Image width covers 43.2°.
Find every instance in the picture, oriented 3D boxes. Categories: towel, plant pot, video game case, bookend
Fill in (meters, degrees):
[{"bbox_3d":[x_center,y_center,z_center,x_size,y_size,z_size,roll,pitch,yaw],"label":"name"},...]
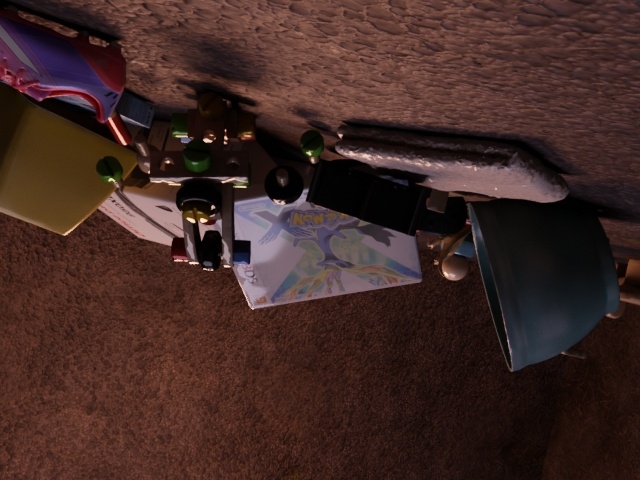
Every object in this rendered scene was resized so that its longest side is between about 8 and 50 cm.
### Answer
[{"bbox_3d":[0.172,-0.101,1.091,0.282,0.049,0.187,12,178,36],"label":"towel"},{"bbox_3d":[-0.466,-0.135,1.355,0.212,0.187,0.212,26,-173,-43],"label":"plant pot"},{"bbox_3d":[0.000,0.000,1.392,0.328,0.036,0.300,-10,140,6],"label":"video game case"},{"bbox_3d":[0.378,0.056,1.350,0.196,0.293,0.293,-13,174,7],"label":"plant pot"},{"bbox_3d":[0.063,-0.066,1.182,0.157,0.072,0.156,17,-177,-3],"label":"bookend"}]

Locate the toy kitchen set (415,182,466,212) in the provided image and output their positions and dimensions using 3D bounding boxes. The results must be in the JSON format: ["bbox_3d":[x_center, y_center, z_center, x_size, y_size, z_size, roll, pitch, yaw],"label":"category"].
[{"bbox_3d":[0.182,-0.080,1.306,0.083,0.068,0.075,15,178,-20],"label":"toy kitchen set"}]

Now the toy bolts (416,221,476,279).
[{"bbox_3d":[0.235,-0.004,1.740,0.228,0.159,0.218,13,178,20],"label":"toy bolts"}]

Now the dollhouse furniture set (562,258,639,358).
[{"bbox_3d":[0.699,0.163,1.904,0.394,0.257,0.362,14,178,-22],"label":"dollhouse furniture set"}]

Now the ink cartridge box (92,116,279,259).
[{"bbox_3d":[-0.260,-0.095,1.576,0.394,0.166,0.285,13,161,30],"label":"ink cartridge box"}]

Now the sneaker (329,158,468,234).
[{"bbox_3d":[0.109,-0.069,1.478,0.319,0.112,0.131,16,174,-28],"label":"sneaker"}]

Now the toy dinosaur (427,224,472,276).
[{"bbox_3d":[0.241,0.008,1.503,0.053,0.183,0.092,53,144,-4],"label":"toy dinosaur"}]

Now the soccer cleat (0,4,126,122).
[{"bbox_3d":[-0.341,-0.207,0.900,0.248,0.095,0.083,14,178,-20],"label":"soccer cleat"}]

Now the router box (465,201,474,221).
[{"bbox_3d":[0.346,-0.046,1.578,0.092,0.038,0.122,15,177,-26],"label":"router box"}]

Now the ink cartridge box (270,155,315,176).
[{"bbox_3d":[0.000,-0.113,1.723,0.238,0.060,0.275,12,177,15],"label":"ink cartridge box"}]

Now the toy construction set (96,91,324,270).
[{"bbox_3d":[-0.187,-0.125,1.109,0.308,0.257,0.237,24,163,11],"label":"toy construction set"}]

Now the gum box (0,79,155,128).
[{"bbox_3d":[-0.375,-0.229,1.263,0.156,0.041,0.184,14,177,23],"label":"gum box"}]
